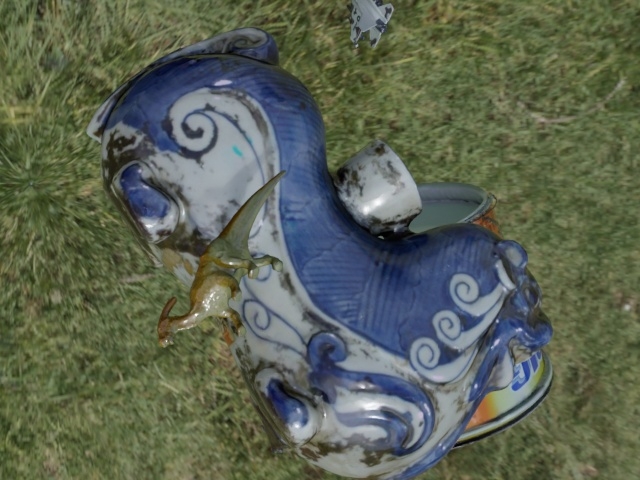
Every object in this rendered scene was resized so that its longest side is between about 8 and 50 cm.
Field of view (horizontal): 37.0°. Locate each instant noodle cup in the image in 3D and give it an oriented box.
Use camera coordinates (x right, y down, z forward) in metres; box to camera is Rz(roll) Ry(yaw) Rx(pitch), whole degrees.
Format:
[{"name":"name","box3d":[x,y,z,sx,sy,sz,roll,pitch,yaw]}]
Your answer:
[{"name":"instant noodle cup","box3d":[0.098,0.070,1.056,0.296,0.296,0.214,-18,107,-15]}]

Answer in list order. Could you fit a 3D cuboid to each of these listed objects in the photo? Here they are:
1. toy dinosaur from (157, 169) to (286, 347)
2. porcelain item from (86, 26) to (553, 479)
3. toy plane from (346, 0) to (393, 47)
[{"name":"toy dinosaur","box3d":[-0.039,0.009,0.468,0.113,0.041,0.026,-55,144,-19]},{"name":"porcelain item","box3d":[0.000,0.000,0.568,0.186,0.138,0.288,-35,84,-12]},{"name":"toy plane","box3d":[0.080,-0.457,1.800,0.082,0.234,0.160,3,136,-25]}]
